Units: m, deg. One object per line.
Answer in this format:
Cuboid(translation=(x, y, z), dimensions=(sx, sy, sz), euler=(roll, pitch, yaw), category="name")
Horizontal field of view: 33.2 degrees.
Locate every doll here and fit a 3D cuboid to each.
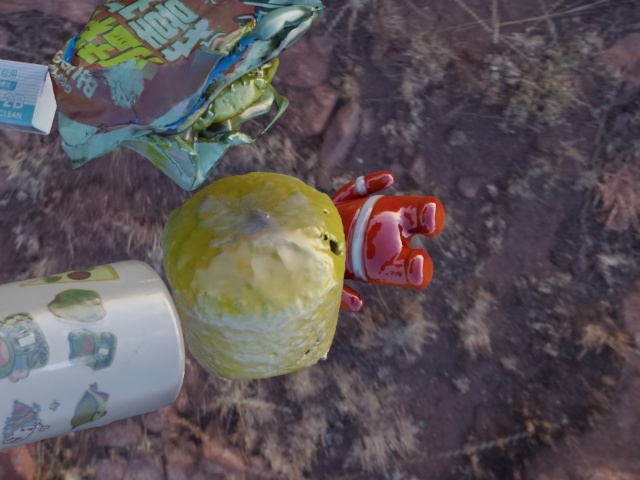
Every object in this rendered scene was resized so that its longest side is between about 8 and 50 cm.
Cuboid(translation=(0.000, 0.000, 1.441), dimensions=(0.105, 0.337, 0.199), euler=(42, 56, -53), category="doll")

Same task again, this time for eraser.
Cuboid(translation=(-0.493, -0.219, 1.580), dimensions=(0.225, 0.052, 0.095), euler=(10, 83, 19), category="eraser")

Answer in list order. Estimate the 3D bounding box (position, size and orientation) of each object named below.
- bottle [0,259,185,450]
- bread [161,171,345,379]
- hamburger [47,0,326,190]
Cuboid(translation=(-0.232, 0.090, 0.760), dimensions=(0.253, 0.120, 0.120), euler=(-9, 105, -31), category="bottle")
Cuboid(translation=(-0.064, 0.037, 1.104), dimensions=(0.197, 0.197, 0.170), euler=(-8, 133, -8), category="bread")
Cuboid(translation=(-0.121, -0.164, 1.070), dimensions=(0.276, 0.260, 0.150), euler=(-17, 126, 1), category="hamburger")
